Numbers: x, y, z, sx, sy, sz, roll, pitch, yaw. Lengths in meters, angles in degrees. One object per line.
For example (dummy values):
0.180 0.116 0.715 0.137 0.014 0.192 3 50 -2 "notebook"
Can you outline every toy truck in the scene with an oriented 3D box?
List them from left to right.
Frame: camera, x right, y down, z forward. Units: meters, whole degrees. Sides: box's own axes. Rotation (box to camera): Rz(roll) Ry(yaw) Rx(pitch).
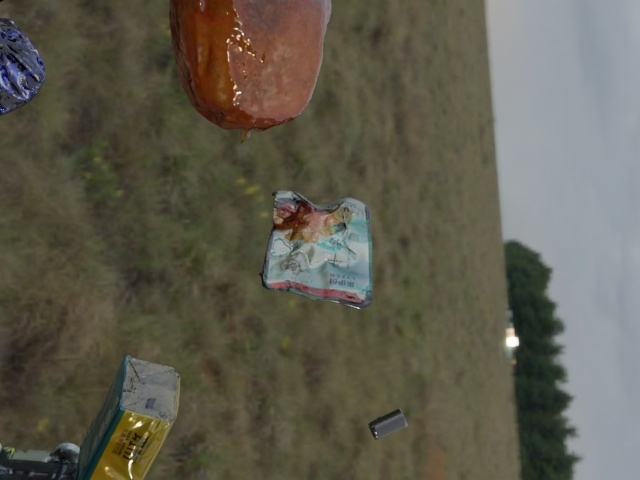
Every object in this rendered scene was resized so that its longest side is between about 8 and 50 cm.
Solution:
-0.446 0.409 1.557 0.124 0.272 0.157 -88 -177 -64 "toy truck"

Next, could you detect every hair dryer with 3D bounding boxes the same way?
0.084 0.243 1.320 0.083 0.047 0.026 142 -74 -81 "hair dryer"

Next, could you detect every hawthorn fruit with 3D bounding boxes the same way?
-0.064 -0.198 0.953 0.173 0.173 0.179 0 75 -80 "hawthorn fruit"

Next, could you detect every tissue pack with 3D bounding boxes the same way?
-0.248 0.249 1.263 0.169 0.082 0.120 -60 -161 23 "tissue pack"

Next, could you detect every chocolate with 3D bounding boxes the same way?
-0.425 -0.278 1.179 0.126 0.148 0.343 -47 169 -19 "chocolate"

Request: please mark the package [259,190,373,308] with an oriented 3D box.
0.000 0.000 1.468 0.232 0.166 0.040 -85 -172 -48 "package"
